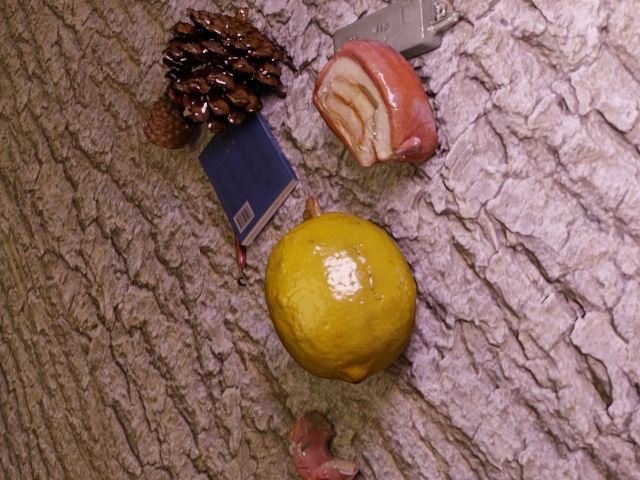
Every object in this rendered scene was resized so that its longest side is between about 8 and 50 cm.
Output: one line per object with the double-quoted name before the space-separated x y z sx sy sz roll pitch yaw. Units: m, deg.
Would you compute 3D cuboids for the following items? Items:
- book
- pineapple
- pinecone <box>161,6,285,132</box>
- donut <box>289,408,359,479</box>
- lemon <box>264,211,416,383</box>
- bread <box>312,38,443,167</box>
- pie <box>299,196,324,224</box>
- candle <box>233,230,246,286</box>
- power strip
"book" -0.152 -0.147 2.159 0.191 0.025 0.269 -50 49 26
"pineapple" -0.306 -0.337 2.305 0.119 0.130 0.277 49 123 45
"pinecone" -0.194 -0.337 2.087 0.243 0.244 0.257 54 146 40
"donut" -0.006 0.392 1.897 0.166 0.065 0.117 51 124 44
"lemon" 0.034 0.094 1.734 0.260 0.261 0.284 -60 33 28
"bread" 0.095 -0.221 1.753 0.244 0.123 0.190 50 134 25
"pie" 0.000 0.000 1.959 0.092 0.034 0.169 -43 60 38
"candle" -0.167 0.013 2.177 0.026 0.021 0.167 -23 68 49
"power strip" 0.130 -0.356 1.818 0.288 0.053 0.093 -14 76 51
